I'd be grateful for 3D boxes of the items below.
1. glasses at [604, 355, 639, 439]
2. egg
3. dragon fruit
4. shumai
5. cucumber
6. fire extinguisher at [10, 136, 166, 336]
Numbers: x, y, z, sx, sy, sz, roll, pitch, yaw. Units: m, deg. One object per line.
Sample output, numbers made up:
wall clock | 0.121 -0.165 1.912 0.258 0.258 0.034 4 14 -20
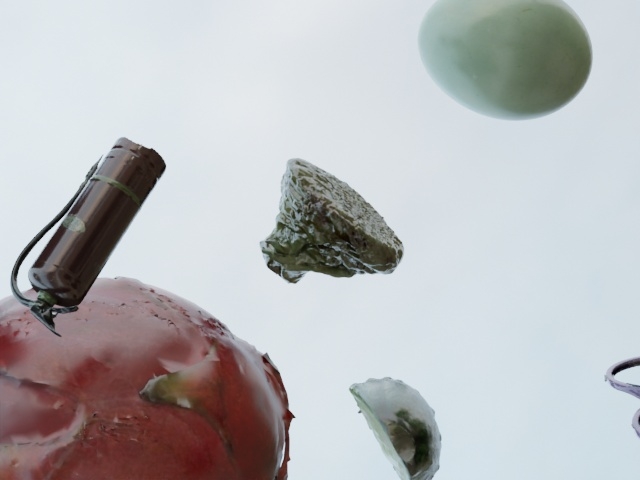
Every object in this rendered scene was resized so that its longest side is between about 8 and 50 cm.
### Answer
glasses | 0.181 0.124 0.823 0.140 0.063 0.103 -96 2 -76
egg | 0.199 -0.206 1.757 0.149 0.192 0.149 -170 90 -83
dragon fruit | -0.180 0.170 1.302 0.302 0.295 0.295 2 -67 -15
shumai | 0.000 0.000 1.334 0.087 0.124 0.099 -50 -14 13
cucumber | 0.046 0.099 0.854 0.035 0.067 0.107 -28 -2 -3
fire extinguisher | -0.171 -0.002 1.152 0.157 0.078 0.045 -61 -41 -25
